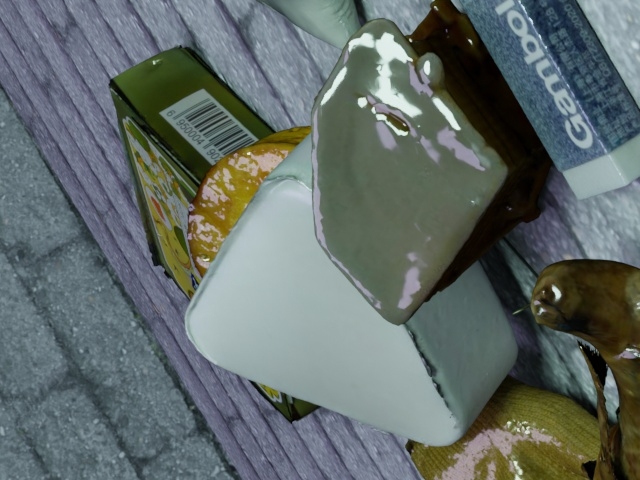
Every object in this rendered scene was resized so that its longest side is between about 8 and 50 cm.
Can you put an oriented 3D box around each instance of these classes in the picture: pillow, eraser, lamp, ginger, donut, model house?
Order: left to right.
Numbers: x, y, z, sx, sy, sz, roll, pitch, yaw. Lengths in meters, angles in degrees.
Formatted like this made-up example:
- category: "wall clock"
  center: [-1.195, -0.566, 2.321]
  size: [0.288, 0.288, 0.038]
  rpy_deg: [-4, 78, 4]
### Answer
- category: "pillow"
  center: [-0.045, -0.280, 1.524]
  size: [0.254, 0.078, 0.144]
  rpy_deg: [39, 163, 47]
- category: "donut"
  center: [0.000, 0.000, 1.657]
  size: [0.303, 0.110, 0.302]
  rpy_deg: [19, 132, 23]
- category: "eraser"
  center: [0.025, 0.022, 1.470]
  size: [0.331, 0.150, 0.331]
  rpy_deg: [22, 137, 22]
- category: "model house"
  center: [0.099, -0.078, 1.301]
  size: [0.199, 0.219, 0.229]
  rpy_deg: [48, -155, 7]
- category: "lamp"
  center: [0.185, 0.009, 1.455]
  size: [0.121, 0.041, 0.054]
  rpy_deg: [59, 153, 11]
- category: "eraser"
  center: [0.187, -0.138, 1.189]
  size: [0.212, 0.046, 0.092]
  rpy_deg: [59, 162, -3]
- category: "ginger"
  center: [0.272, 0.123, 1.273]
  size: [0.133, 0.107, 0.309]
  rpy_deg: [5, 134, 26]

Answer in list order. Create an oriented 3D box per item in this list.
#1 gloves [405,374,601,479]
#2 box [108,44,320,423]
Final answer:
- category: "gloves"
  center: [0.235, 0.259, 1.503]
  size: [0.155, 0.203, 0.356]
  rpy_deg: [26, -168, -39]
- category: "box"
  center: [-0.114, -0.005, 2.040]
  size: [0.373, 0.138, 0.420]
  rpy_deg: [45, 158, 34]
